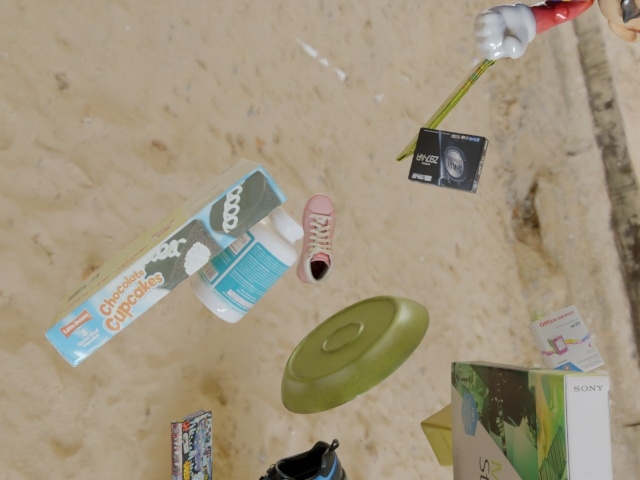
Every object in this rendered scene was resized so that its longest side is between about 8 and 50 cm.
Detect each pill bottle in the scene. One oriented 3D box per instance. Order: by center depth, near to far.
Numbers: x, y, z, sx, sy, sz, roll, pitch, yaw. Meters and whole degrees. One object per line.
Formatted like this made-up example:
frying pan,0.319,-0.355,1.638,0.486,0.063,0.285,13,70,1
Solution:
pill bottle,-0.151,0.044,1.748,0.146,0.264,0.146,44,4,-4

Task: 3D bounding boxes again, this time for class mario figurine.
mario figurine,0.245,-0.266,0.741,0.198,0.321,0.170,87,27,-68

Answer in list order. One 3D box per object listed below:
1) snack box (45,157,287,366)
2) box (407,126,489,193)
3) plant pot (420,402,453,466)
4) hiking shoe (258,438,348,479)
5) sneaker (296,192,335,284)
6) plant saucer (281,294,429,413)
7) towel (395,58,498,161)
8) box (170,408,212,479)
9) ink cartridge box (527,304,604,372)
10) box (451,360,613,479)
snack box,-0.198,0.016,1.019,0.060,0.322,0.187,53,-4,-14
box,0.152,-0.096,0.948,0.018,0.083,0.067,16,89,-61
plant pot,0.225,0.307,1.260,0.082,0.083,0.081,-27,92,-22
hiking shoe,-0.095,0.489,1.555,0.304,0.113,0.132,-26,126,-18
sneaker,0.000,0.000,1.135,0.051,0.070,0.134,9,94,-16
plant saucer,0.038,0.146,1.111,0.037,0.241,0.241,58,34,-15
towel,0.228,-0.237,1.445,0.021,0.102,0.237,41,81,-3
box,-0.236,0.389,1.466,0.094,0.027,0.136,-9,100,-61
ink cartridge box,0.455,0.192,1.482,0.052,0.089,0.122,74,-8,-74
box,0.239,0.266,0.949,0.059,0.322,0.232,1,83,-13
